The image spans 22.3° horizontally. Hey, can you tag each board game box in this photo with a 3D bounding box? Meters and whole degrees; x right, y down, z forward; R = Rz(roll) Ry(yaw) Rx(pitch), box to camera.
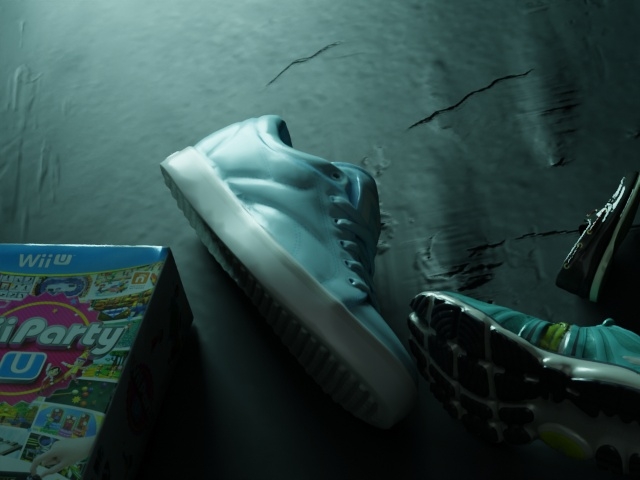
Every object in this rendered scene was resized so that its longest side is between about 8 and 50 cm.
[{"bbox_3d":[-0.254,0.141,1.328,0.224,0.098,0.303,1,44,16],"label":"board game box"}]

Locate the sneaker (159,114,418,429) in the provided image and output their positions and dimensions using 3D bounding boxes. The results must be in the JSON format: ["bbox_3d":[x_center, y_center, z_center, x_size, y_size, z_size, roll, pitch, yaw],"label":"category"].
[{"bbox_3d":[0.000,0.000,1.365,0.150,0.135,0.366,-35,50,-8],"label":"sneaker"}]

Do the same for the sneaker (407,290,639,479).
[{"bbox_3d":[0.190,0.106,1.266,0.275,0.107,0.110,21,34,31],"label":"sneaker"}]

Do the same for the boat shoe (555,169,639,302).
[{"bbox_3d":[0.238,-0.010,1.363,0.042,0.049,0.133,21,63,20],"label":"boat shoe"}]
